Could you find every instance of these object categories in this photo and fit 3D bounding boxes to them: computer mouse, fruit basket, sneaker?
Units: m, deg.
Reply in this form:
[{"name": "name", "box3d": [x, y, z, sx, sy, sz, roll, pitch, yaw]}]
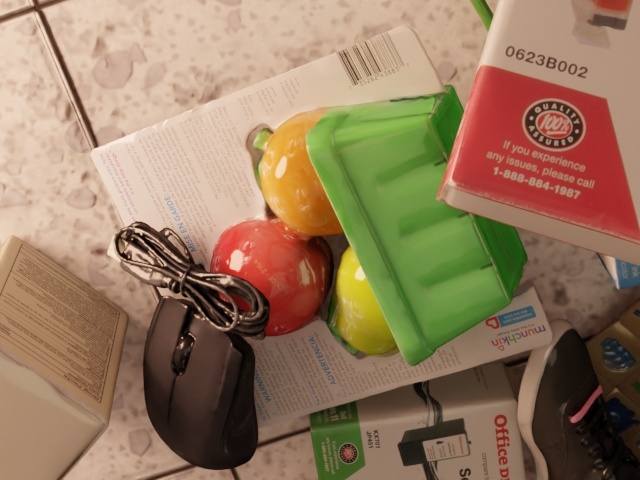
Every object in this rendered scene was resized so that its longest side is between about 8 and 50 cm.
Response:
[{"name": "computer mouse", "box3d": [-0.128, 0.126, 1.355, 0.188, 0.072, 0.272, 28, 138, 32]}, {"name": "fruit basket", "box3d": [0.000, 0.000, 1.333, 0.353, 0.165, 0.327, -18, 106, 30]}, {"name": "sneaker", "box3d": [0.280, 0.207, 1.376, 0.104, 0.147, 0.295, -39, 132, -34]}]

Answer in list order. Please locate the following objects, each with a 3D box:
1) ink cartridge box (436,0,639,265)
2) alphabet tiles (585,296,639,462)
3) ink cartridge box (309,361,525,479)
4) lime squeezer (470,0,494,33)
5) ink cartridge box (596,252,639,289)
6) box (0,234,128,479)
[{"name": "ink cartridge box", "box3d": [0.276, -0.176, 1.066, 0.279, 0.160, 0.384, 17, 87, 5]}, {"name": "alphabet tiles", "box3d": [0.400, 0.161, 1.438, 0.285, 0.011, 0.342, 37, 116, -16]}, {"name": "ink cartridge box", "box3d": [0.100, 0.219, 1.442, 0.209, 0.087, 0.153, -9, 112, 1]}, {"name": "lime squeezer", "box3d": [0.177, -0.088, 1.352, 0.110, 0.059, 0.310, 14, 115, 25]}, {"name": "ink cartridge box", "box3d": [0.360, -0.107, 1.264, 0.270, 0.198, 0.197, -13, 111, 3]}, {"name": "box", "box3d": [-0.278, 0.119, 1.310, 0.149, 0.232, 0.127, 37, 105, -15]}]
